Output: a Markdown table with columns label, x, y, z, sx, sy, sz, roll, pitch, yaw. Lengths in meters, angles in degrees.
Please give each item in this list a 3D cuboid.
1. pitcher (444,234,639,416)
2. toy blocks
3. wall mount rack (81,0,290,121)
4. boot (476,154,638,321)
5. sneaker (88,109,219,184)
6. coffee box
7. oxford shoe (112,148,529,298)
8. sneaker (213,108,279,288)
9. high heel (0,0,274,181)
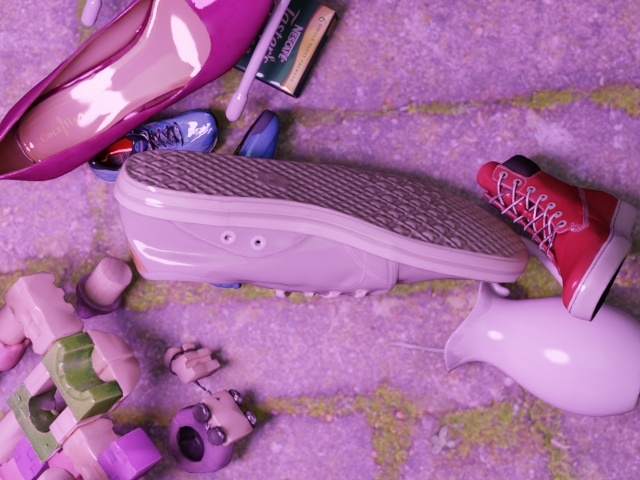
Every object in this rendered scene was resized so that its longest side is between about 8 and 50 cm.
| label | x | y | z | sx | sy | sz | roll | pitch | yaw |
| --- | --- | --- | --- | --- | --- | --- | --- | --- | --- |
| pitcher | 0.260 | 0.092 | 1.294 | 0.207 | 0.125 | 0.178 | 16 | 75 | 16 |
| toy blocks | -0.305 | 0.207 | 1.313 | 0.260 | 0.309 | 0.289 | -47 | 71 | 35 |
| wall mount rack | -0.104 | -0.323 | 1.291 | 0.350 | 0.130 | 0.304 | 33 | 85 | 6 |
| boot | 0.234 | -0.012 | 1.238 | 0.176 | 0.244 | 0.088 | 27 | 116 | 6 |
| sneaker | -0.193 | -0.106 | 1.354 | 0.162 | 0.073 | 0.063 | -21 | 87 | 4 |
| coffee box | -0.084 | -0.255 | 1.364 | 0.184 | 0.040 | 0.113 | 29 | 91 | 5 |
| oxford shoe | 0.000 | 0.000 | 1.263 | 0.449 | 0.169 | 0.130 | 7 | 116 | -11 |
| sneaker | -0.082 | -0.045 | 1.351 | 0.082 | 0.069 | 0.209 | 24 | 91 | -6 |
| high heel | -0.198 | -0.176 | 1.230 | 0.377 | 0.181 | 0.127 | -38 | 97 | 34 |
